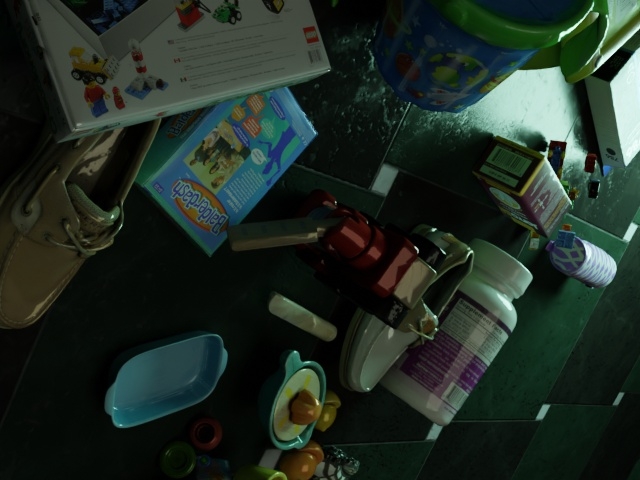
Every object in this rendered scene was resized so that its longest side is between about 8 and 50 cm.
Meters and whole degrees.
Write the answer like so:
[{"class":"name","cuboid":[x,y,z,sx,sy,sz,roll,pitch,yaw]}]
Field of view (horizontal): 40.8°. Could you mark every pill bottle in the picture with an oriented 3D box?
[{"class":"pill bottle","cuboid":[0.229,0.152,1.478,0.301,0.169,0.169,-55,142,-5]}]

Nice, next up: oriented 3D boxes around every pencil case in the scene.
[{"class":"pencil case","cuboid":[0.560,0.045,1.832,0.206,0.088,0.086,21,105,-53]}]

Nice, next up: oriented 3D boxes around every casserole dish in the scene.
[{"class":"casserole dish","cuboid":[-0.206,0.175,1.122,0.188,0.037,0.114,-13,124,-43]}]

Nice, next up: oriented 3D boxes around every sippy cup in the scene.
[{"class":"sippy cup","cuboid":[0.177,-0.280,1.057,0.240,0.305,0.224,-44,175,-31]}]

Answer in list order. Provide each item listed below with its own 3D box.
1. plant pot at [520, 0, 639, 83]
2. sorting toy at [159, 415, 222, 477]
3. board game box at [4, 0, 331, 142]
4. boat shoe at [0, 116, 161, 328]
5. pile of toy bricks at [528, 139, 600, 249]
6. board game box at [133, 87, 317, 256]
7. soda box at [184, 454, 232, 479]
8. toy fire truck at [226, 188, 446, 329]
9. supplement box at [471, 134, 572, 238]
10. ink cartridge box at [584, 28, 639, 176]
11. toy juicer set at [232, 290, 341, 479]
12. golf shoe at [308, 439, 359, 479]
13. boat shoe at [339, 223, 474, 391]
[{"class":"plant pot","cuboid":[0.344,-0.372,1.215,0.227,0.207,0.228,-41,138,-20]},{"class":"sorting toy","cuboid":[-0.180,0.300,1.230,0.102,0.061,0.042,-42,169,-12]},{"class":"board game box","cuboid":[-0.142,-0.223,0.831,0.305,0.053,0.193,-21,95,-37]},{"class":"boat shoe","cuboid":[-0.255,-0.034,0.874,0.109,0.098,0.302,23,97,-52]},{"class":"pile of toy bricks","cuboid":[0.461,-0.086,1.639,0.105,0.118,0.212,-47,146,-70]},{"class":"board game box","cuboid":[-0.113,-0.106,1.024,0.210,0.047,0.160,-50,142,-11]},{"class":"soda box","cuboid":[-0.154,0.379,1.201,0.058,0.183,0.063,14,106,-18]},{"class":"toy fire truck","cuboid":[0.000,0.000,1.112,0.246,0.217,0.158,39,84,-29]},{"class":"supplement box","cuboid":[0.354,-0.091,1.500,0.081,0.104,0.188,-55,142,-4]},{"class":"ink cartridge box","cuboid":[0.611,-0.267,1.697,0.165,0.065,0.333,-50,142,-11]},{"class":"toy juicer set","cuboid":[-0.018,0.237,1.287,0.209,0.089,0.329,-1,103,-56]},{"class":"golf shoe","cuboid":[-0.006,0.394,1.460,0.094,0.077,0.198,-56,141,-3]},{"class":"boat shoe","cuboid":[0.137,0.114,1.369,0.302,0.103,0.113,-60,145,-13]}]
